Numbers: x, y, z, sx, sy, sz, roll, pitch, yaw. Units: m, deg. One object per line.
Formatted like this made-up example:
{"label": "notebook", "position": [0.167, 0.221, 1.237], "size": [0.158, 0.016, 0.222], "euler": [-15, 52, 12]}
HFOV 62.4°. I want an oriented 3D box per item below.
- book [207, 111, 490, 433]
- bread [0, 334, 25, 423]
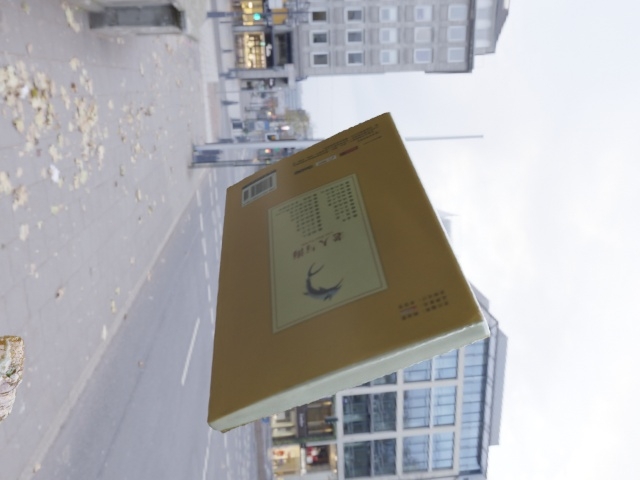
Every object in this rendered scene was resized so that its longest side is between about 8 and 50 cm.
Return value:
{"label": "book", "position": [0.000, 0.000, 0.599], "size": [0.389, 0.269, 0.032], "euler": [-97, 160, -50]}
{"label": "bread", "position": [-0.357, 0.177, 0.463], "size": [0.076, 0.233, 0.105], "euler": [48, -15, 29]}
